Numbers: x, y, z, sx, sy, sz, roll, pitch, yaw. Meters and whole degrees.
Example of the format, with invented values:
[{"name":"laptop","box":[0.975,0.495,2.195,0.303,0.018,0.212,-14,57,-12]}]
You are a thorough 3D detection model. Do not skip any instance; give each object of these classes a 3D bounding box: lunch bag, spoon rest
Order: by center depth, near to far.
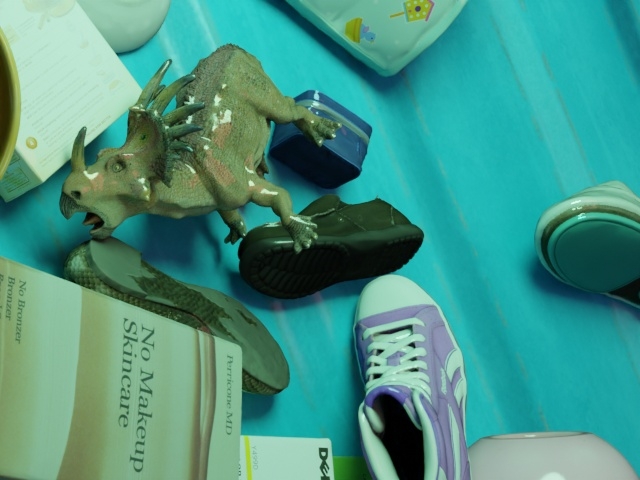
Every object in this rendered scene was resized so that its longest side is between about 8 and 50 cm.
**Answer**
[{"name":"spoon rest","box":[-0.171,-0.300,1.269,0.137,0.084,0.276,33,69,-28]},{"name":"lunch bag","box":[-0.002,-0.105,1.349,0.098,0.067,0.065,33,56,-28]},{"name":"lunch bag","box":[0.061,-0.330,1.416,0.223,0.160,0.262,36,88,-28]}]

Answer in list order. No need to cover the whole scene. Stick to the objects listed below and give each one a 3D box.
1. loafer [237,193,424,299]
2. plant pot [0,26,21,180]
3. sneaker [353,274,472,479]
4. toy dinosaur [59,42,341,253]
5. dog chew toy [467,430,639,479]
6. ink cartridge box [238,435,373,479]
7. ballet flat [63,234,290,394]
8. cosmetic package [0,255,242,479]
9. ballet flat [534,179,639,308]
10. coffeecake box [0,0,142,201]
[{"name":"loafer","box":[0.000,0.000,1.323,0.220,0.080,0.078,-5,48,-44]},{"name":"plant pot","box":[-0.318,-0.101,0.956,0.205,0.188,0.205,-2,98,-15]},{"name":"sneaker","box":[0.078,0.129,1.248,0.161,0.102,0.282,59,16,-55]},{"name":"toy dinosaur","box":[-0.094,-0.102,1.199,0.200,0.127,0.296,47,38,-28]},{"name":"dog chew toy","box":[0.219,0.353,1.313,0.206,0.206,0.332,2,82,-42]},{"name":"ink cartridge box","box":[-0.014,0.270,1.194,0.255,0.097,0.189,8,70,-40]},{"name":"ballet flat","box":[-0.125,0.074,1.195,0.250,0.058,0.084,33,30,-36]},{"name":"cosmetic package","box":[-0.191,0.122,1.000,0.296,0.129,0.153,26,59,-56]},{"name":"ballet flat","box":[0.374,0.004,1.628,0.400,0.139,0.139,23,61,-40]},{"name":"coffeecake box","box":[-0.258,-0.151,1.133,0.185,0.068,0.142,54,48,-14]}]
